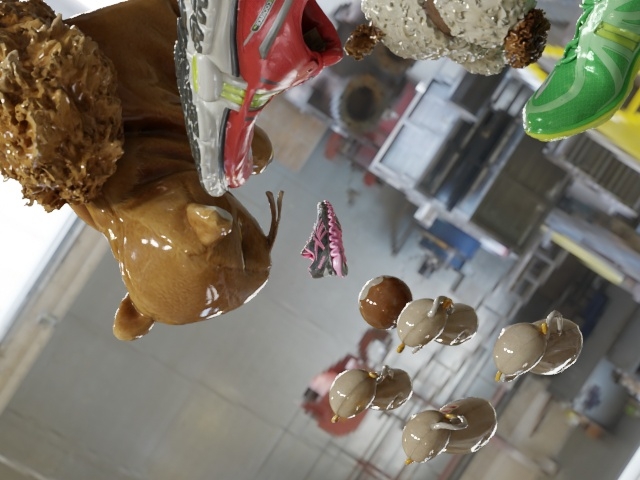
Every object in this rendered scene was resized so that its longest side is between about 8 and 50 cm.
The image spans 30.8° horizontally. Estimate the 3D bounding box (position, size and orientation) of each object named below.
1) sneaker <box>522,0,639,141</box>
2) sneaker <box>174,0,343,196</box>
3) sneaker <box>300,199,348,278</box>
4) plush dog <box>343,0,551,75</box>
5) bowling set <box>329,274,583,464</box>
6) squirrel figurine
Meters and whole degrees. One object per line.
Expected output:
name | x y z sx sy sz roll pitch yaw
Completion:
sneaker | 0.317 -0.236 1.297 0.123 0.295 0.109 43 176 -28
sneaker | -0.043 -0.126 0.858 0.279 0.118 0.107 104 155 -59
sneaker | 0.000 0.000 1.489 0.047 0.057 0.119 60 -163 -49
plush dog | 0.156 -0.293 1.362 0.225 0.210 0.262 -6 117 57
bowling set | 0.075 0.123 1.059 0.200 0.287 0.154 44 -164 22
squirrel figurine | -0.224 -0.079 1.232 0.397 0.281 0.370 23 -146 -43
